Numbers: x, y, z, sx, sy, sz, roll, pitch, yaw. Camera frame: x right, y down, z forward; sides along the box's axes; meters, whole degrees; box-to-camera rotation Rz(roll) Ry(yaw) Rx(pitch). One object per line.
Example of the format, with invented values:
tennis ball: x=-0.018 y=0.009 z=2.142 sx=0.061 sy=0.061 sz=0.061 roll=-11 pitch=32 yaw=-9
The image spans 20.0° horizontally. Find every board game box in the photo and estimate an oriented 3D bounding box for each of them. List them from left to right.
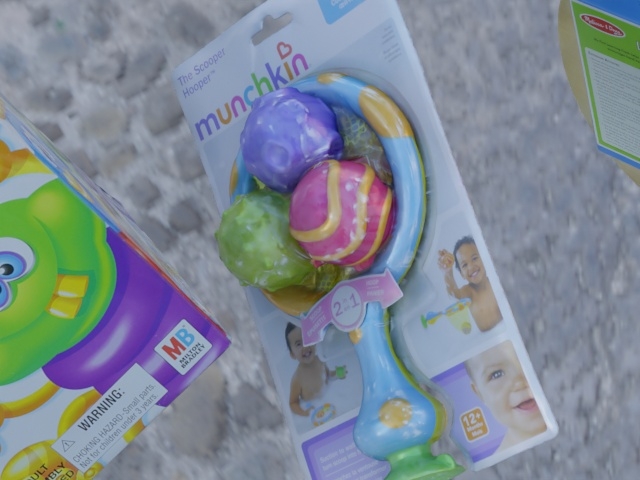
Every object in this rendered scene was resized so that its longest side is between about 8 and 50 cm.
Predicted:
board game box: x=-0.188 y=-0.018 z=0.704 sx=0.144 sy=0.275 sz=0.142 roll=-45 pitch=37 yaw=-1

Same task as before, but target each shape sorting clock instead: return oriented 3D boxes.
shape sorting clock: x=0.225 y=-0.091 z=1.109 sx=0.040 sy=0.206 sz=0.206 roll=-39 pitch=66 yaw=-21

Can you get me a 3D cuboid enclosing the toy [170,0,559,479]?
toy: x=0.000 y=0.000 z=0.793 sx=0.137 sy=0.056 sz=0.237 roll=-30 pitch=75 yaw=35
